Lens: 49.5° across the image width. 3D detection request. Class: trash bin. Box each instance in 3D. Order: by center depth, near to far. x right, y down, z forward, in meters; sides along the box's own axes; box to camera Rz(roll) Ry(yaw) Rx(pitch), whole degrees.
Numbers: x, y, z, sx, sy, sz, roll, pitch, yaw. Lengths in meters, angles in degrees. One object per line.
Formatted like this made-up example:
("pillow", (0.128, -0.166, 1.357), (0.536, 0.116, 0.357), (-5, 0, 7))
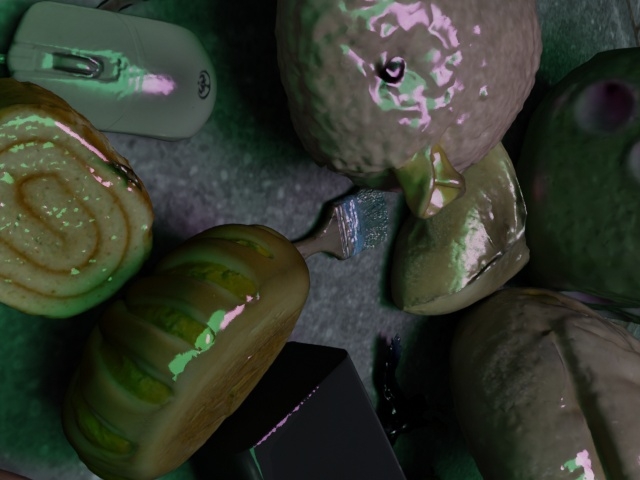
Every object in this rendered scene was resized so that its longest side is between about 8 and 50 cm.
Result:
("trash bin", (-0.009, 0.230, 0.645), (0.165, 0.115, 0.225), (-36, 116, -37))

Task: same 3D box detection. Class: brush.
("brush", (0.000, 0.000, 0.685), (0.196, 0.021, 0.070), (-28, 116, -40))

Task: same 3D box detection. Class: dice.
("dice", (0.459, -0.056, 0.932), (0.318, 0.330, 0.322), (25, 76, -55))

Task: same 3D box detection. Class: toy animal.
("toy animal", (0.085, -0.159, 0.620), (0.358, 0.188, 0.226), (-18, 122, -45))
("toy animal", (0.095, 0.210, 0.816), (0.108, 0.062, 0.220), (-6, 104, -28))

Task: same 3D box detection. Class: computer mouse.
("computer mouse", (-0.137, -0.118, 0.489), (0.182, 0.056, 0.089), (-3, 96, -46))

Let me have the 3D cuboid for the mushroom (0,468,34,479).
("mushroom", (-0.206, 0.292, 0.313), (0.362, 0.295, 0.362), (-25, 119, -55))

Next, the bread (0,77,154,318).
("bread", (-0.175, -0.018, 0.435), (0.122, 0.073, 0.149), (-45, 135, -6))

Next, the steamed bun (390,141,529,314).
("steamed bun", (0.182, -0.021, 0.815), (0.231, 0.110, 0.212), (-21, 114, -45))

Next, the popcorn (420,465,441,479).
("popcorn", (0.176, 0.388, 0.834), (0.218, 0.189, 0.169), (39, 73, -43))

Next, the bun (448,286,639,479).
("bun", (0.317, 0.210, 0.830), (0.365, 0.219, 0.365), (43, 24, -24))

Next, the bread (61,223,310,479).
("bread", (-0.097, 0.074, 0.507), (0.213, 0.105, 0.213), (-48, 168, -14))
